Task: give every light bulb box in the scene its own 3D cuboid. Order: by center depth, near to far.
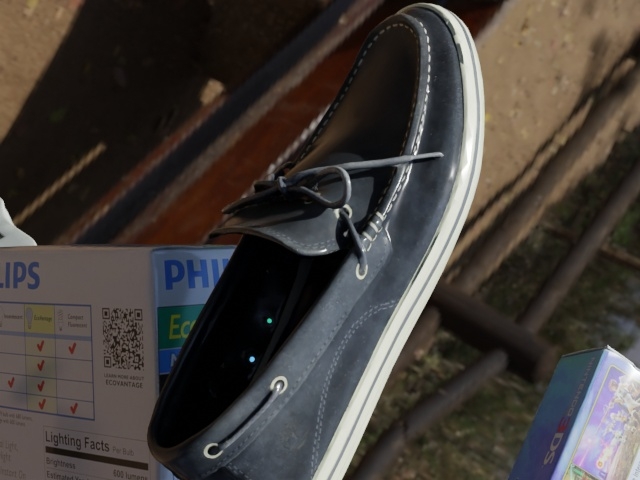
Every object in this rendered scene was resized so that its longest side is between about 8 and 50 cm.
[{"bbox_3d":[-0.204,0.184,1.247,0.225,0.357,0.361,-1,90,-48],"label":"light bulb box"}]

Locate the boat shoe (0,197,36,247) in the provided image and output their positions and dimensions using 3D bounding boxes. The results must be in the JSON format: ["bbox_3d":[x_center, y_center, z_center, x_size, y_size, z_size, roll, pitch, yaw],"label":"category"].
[{"bbox_3d":[-0.417,0.009,1.472,0.077,0.219,0.070,-29,129,-21],"label":"boat shoe"}]

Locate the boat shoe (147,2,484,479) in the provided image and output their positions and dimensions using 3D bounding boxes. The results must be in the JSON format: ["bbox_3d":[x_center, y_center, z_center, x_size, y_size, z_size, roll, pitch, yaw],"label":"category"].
[{"bbox_3d":[0.000,0.000,0.993,0.156,0.186,0.500,32,75,-33],"label":"boat shoe"}]

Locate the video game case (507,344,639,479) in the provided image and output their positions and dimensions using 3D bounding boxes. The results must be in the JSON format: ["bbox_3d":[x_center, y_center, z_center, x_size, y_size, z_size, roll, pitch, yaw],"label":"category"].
[{"bbox_3d":[0.204,0.241,0.694,0.270,0.244,0.061,-62,-168,-19],"label":"video game case"}]
